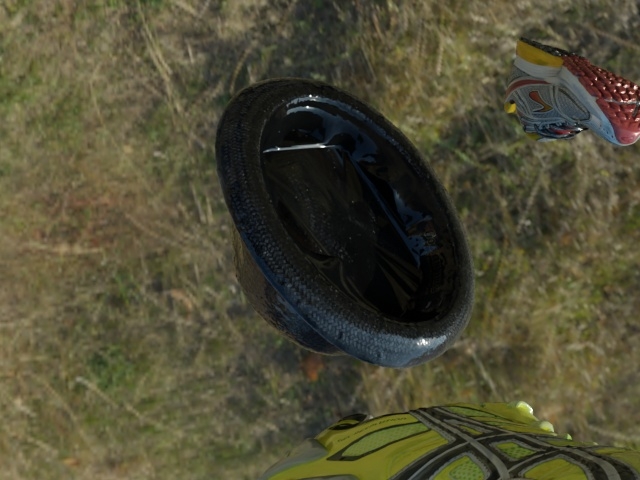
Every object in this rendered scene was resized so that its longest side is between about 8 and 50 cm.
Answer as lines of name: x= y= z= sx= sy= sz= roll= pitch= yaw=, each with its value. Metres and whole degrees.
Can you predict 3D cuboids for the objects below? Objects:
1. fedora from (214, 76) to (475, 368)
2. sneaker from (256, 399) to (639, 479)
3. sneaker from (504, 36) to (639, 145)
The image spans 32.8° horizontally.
fedora: x=0.000 y=0.000 z=1.129 sx=0.334 sy=0.334 sz=0.152 roll=17 pitch=140 yaw=-31
sneaker: x=0.107 y=0.139 z=0.552 sx=0.385 sy=0.147 sz=0.145 roll=-4 pitch=124 yaw=38
sneaker: x=0.255 y=-0.134 z=1.097 sx=0.088 sy=0.225 sz=0.092 roll=12 pitch=108 yaw=-19
